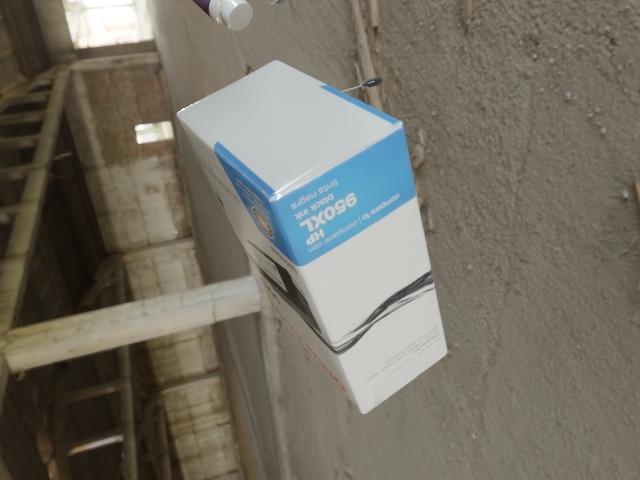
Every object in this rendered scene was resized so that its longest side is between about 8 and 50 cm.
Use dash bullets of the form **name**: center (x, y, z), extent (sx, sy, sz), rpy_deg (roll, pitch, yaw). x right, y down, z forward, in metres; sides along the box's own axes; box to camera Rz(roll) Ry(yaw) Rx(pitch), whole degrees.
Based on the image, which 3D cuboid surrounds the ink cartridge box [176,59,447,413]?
- **ink cartridge box**: center (0.000, 0.000, 0.750), extent (0.285, 0.166, 0.394), rpy_deg (42, 159, 47)

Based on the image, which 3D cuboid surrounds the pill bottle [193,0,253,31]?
- **pill bottle**: center (-0.264, -0.634, 1.448), extent (0.193, 0.108, 0.108), rpy_deg (48, 153, 22)

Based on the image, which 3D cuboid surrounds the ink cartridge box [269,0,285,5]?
- **ink cartridge box**: center (-0.106, -0.663, 1.248), extent (0.206, 0.045, 0.208), rpy_deg (68, 164, -13)

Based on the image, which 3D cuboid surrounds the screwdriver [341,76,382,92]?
- **screwdriver**: center (0.115, -0.467, 1.673), extent (0.170, 0.024, 0.025), rpy_deg (2, 129, 42)
